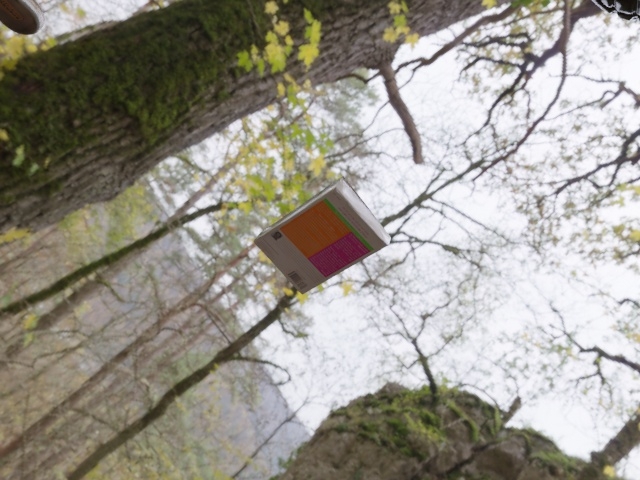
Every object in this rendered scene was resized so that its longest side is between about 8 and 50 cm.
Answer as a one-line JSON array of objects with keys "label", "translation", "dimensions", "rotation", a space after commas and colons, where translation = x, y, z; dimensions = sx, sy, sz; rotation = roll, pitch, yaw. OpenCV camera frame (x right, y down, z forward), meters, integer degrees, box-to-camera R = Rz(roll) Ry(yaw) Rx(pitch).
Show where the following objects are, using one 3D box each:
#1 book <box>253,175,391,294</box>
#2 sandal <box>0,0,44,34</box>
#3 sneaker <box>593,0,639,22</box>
[{"label": "book", "translation": [0.000, 0.000, 0.726], "dimensions": [0.144, 0.035, 0.096], "rotation": [-31, -73, 32]}, {"label": "sandal", "translation": [-0.366, -0.270, 0.620], "dimensions": [0.072, 0.049, 0.180], "rotation": [-1, -23, 22]}, {"label": "sneaker", "translation": [0.426, -0.272, 0.629], "dimensions": [0.267, 0.106, 0.101], "rotation": [33, 7, 26]}]
